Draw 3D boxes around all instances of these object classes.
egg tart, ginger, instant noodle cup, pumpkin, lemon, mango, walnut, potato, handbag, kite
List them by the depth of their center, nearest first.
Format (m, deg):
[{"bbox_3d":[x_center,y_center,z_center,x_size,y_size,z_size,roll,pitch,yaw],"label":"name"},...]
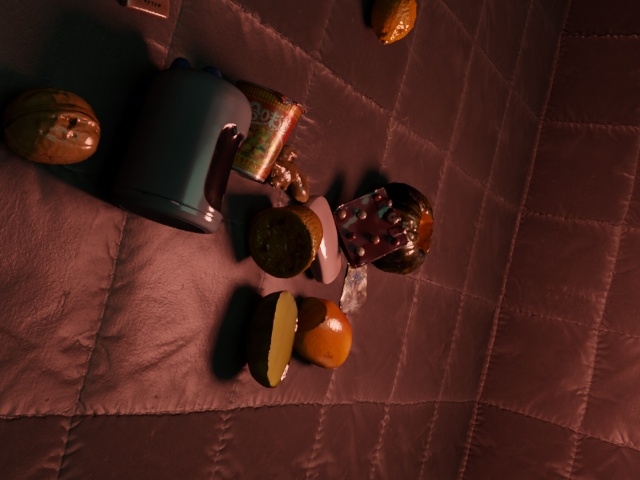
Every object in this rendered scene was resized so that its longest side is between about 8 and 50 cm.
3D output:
[{"bbox_3d":[-0.488,-0.210,1.245,0.180,0.144,0.144,9,92,-47],"label":"walnut"},{"bbox_3d":[-0.160,-0.260,1.674,0.193,0.193,0.212,24,87,-55],"label":"instant noodle cup"},{"bbox_3d":[-0.088,-0.011,1.847,0.147,0.203,0.202,-44,135,-64],"label":"egg tart"},{"bbox_3d":[-0.149,0.270,1.890,0.160,0.111,0.271,26,70,-68],"label":"potato"},{"bbox_3d":[-0.093,-0.176,1.891,0.133,0.059,0.214,-61,144,-37],"label":"ginger"},{"bbox_3d":[0.153,-0.040,2.115,0.216,0.074,0.203,-24,89,-12],"label":"handbag"},{"bbox_3d":[0.017,0.305,2.117,0.187,0.138,0.257,-53,133,-15],"label":"mango"},{"bbox_3d":[0.228,-0.701,2.119,0.142,0.142,0.187,25,83,-55],"label":"lemon"},{"bbox_3d":[0.121,0.102,2.312,0.169,0.015,0.310,-18,114,-52],"label":"kite"},{"bbox_3d":[0.275,-0.035,2.318,0.320,0.192,0.320,9,90,-66],"label":"pumpkin"}]

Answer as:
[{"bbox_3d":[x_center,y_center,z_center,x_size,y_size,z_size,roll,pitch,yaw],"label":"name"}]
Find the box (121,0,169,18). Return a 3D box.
[{"bbox_3d":[-0.367,-0.503,1.426,0.115,0.025,0.048,-1,102,-55],"label":"box"}]

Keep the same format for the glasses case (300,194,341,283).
[{"bbox_3d":[0.000,0.000,2.055,0.113,0.075,0.297,-45,134,-39],"label":"glasses case"}]

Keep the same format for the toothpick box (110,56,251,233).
[{"bbox_3d":[-0.295,-0.216,1.448,0.263,0.263,0.354,30,74,-54],"label":"toothpick box"}]
